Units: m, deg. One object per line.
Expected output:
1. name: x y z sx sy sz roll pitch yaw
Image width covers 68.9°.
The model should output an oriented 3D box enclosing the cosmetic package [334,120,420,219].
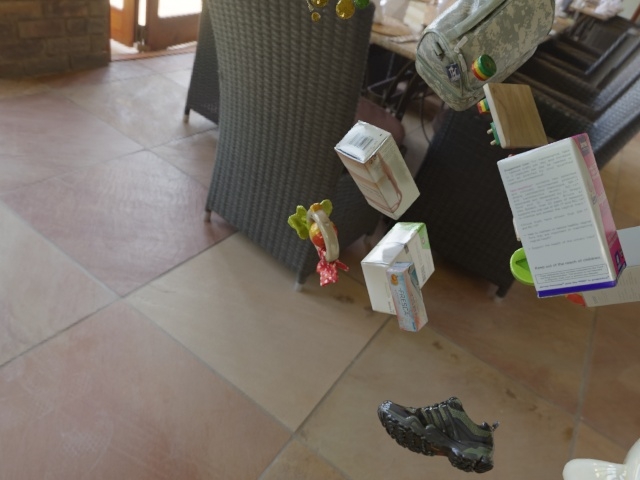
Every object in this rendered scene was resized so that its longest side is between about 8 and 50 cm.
1. cosmetic package: 0.186 -0.218 1.492 0.129 0.296 0.153 -48 46 -7

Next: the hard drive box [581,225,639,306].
1. hard drive box: 0.652 0.052 0.955 0.181 0.232 0.089 40 47 -44

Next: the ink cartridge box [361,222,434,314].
1. ink cartridge box: 0.266 0.089 1.570 0.114 0.199 0.273 4 32 38

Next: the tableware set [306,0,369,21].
1. tableware set: 0.042 -0.615 1.198 0.154 0.104 0.024 -23 11 13

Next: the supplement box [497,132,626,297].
1. supplement box: 0.371 -0.040 0.716 0.111 0.113 0.220 -21 93 -48

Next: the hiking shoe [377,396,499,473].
1. hiking shoe: 0.224 0.352 0.901 0.226 0.086 0.114 21 46 14

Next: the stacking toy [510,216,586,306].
1. stacking toy: 0.761 0.059 1.518 0.279 0.130 0.309 3 59 18

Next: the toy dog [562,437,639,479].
1. toy dog: 0.557 0.382 0.584 0.407 0.395 0.285 34 51 -41

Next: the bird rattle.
1. bird rattle: 0.000 0.000 1.356 0.142 0.207 0.254 -14 73 -9

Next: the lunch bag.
1. lunch bag: 0.383 -0.490 1.107 0.213 0.305 0.256 52 4 12

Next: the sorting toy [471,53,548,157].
1. sorting toy: 0.384 -0.235 0.940 0.132 0.046 0.275 -9 80 -31

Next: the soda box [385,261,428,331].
1. soda box: 0.234 0.151 1.256 0.058 0.183 0.063 0 23 43
